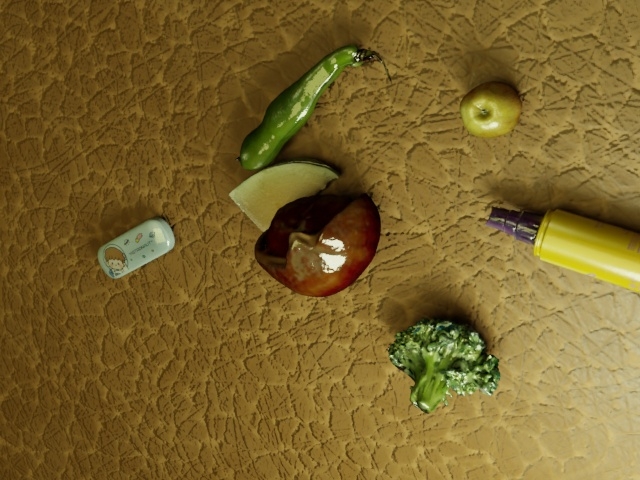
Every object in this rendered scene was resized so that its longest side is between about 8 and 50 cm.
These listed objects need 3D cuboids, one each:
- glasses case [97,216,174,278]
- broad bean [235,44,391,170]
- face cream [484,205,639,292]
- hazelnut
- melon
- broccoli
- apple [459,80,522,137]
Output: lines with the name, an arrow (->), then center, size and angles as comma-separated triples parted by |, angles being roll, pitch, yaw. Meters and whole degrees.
glasses case -> -0.335, 0.014, 1.746 | 0.179, 0.045, 0.067 | -26, 94, 33
broad bean -> -0.028, -0.203, 1.481 | 0.318, 0.056, 0.098 | -32, 55, 35
face cream -> 0.363, 0.005, 1.344 | 0.274, 0.078, 0.078 | 19, 116, 21
hazelnut -> 0.002, -0.003, 1.488 | 0.161, 0.170, 0.201 | 35, 119, -18
melon -> -0.057, -0.090, 1.555 | 0.182, 0.054, 0.098 | -38, 93, 33
broccoli -> 0.181, 0.196, 1.469 | 0.167, 0.160, 0.154 | 36, 149, 0
apple -> 0.238, -0.181, 1.348 | 0.084, 0.071, 0.083 | 10, 113, 25
